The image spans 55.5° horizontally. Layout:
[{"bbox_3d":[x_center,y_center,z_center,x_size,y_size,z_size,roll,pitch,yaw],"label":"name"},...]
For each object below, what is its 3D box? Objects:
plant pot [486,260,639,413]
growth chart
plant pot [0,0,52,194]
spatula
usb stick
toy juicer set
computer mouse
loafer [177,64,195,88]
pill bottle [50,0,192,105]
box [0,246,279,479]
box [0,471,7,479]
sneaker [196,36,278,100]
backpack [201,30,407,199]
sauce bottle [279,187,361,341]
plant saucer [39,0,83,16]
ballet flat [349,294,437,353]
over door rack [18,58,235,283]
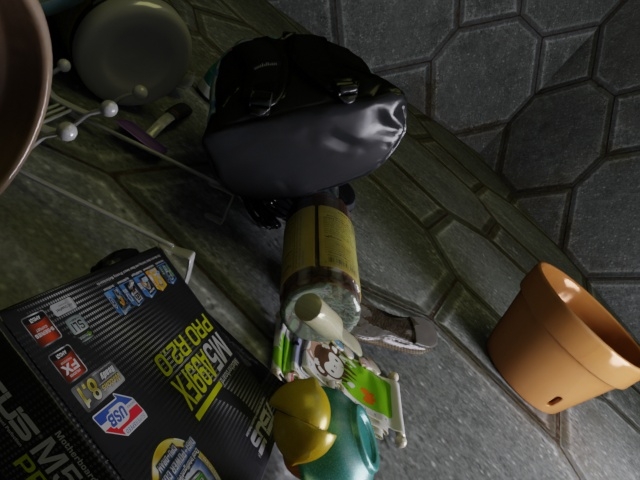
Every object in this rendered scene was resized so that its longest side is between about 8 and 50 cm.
[{"bbox_3d":[0.482,0.214,1.246,0.291,0.203,0.291,35,23,-17],"label":"plant pot"},{"bbox_3d":[0.026,0.181,0.817,0.237,0.021,0.172,33,23,-21],"label":"growth chart"},{"bbox_3d":[-0.399,-0.151,0.498,0.229,0.263,0.263,25,21,9],"label":"plant pot"},{"bbox_3d":[-0.265,-0.201,1.036,0.084,0.030,0.296,38,22,-10],"label":"spatula"},{"bbox_3d":[-0.131,0.111,0.663,0.278,0.045,0.077,42,16,2],"label":"usb stick"},{"bbox_3d":[-0.008,0.177,0.572,0.329,0.090,0.209,-96,162,-47],"label":"toy juicer set"},{"bbox_3d":[-0.051,-0.078,1.117,0.272,0.072,0.188,-3,49,-43],"label":"computer mouse"},{"bbox_3d":[-0.352,-0.427,1.203,0.319,0.111,0.112,47,21,12],"label":"loafer"},{"bbox_3d":[-0.362,-0.398,1.035,0.188,0.188,0.334,12,36,-50],"label":"pill bottle"},{"bbox_3d":[-0.132,0.125,0.480,0.216,0.060,0.270,54,9,-3],"label":"box"},{"bbox_3d":[-0.215,0.162,0.422,0.175,0.051,0.220,22,29,-41],"label":"box"},{"bbox_3d":[-0.117,-0.359,1.369,0.296,0.178,0.123,10,38,-52],"label":"sneaker"},{"bbox_3d":[-0.047,-0.211,0.974,0.273,0.290,0.355,82,-9,-47],"label":"backpack"},{"bbox_3d":[0.000,0.000,0.907,0.111,0.111,0.344,33,29,-19],"label":"sauce bottle"},{"bbox_3d":[-0.437,-0.423,0.917,0.317,0.318,0.043,55,-16,31],"label":"plant saucer"},{"bbox_3d":[0.080,0.134,0.958,0.250,0.058,0.084,19,50,-32],"label":"ballet flat"},{"bbox_3d":[-0.255,-0.109,0.784,0.324,0.108,0.239,37,23,-10],"label":"over door rack"}]
